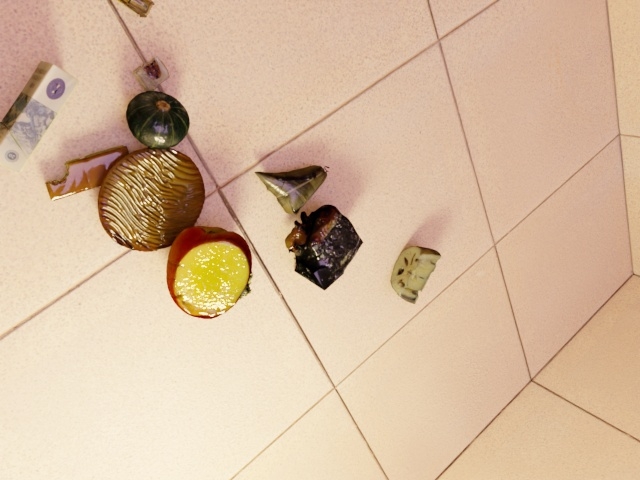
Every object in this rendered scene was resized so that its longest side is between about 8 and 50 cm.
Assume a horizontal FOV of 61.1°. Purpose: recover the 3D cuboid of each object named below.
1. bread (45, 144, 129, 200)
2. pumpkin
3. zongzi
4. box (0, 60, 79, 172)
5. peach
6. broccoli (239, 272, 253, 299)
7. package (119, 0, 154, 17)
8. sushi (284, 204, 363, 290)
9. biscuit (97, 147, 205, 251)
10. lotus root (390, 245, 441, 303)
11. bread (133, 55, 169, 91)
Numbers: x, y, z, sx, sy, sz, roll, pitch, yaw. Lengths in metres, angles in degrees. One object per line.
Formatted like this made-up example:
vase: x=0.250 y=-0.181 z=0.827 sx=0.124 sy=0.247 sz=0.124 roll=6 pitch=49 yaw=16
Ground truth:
bread: x=-0.617 y=-0.182 z=1.446 sx=0.226 sy=0.049 sz=0.087 roll=-23 pitch=120 yaw=-26
pumpkin: x=-0.436 y=-0.323 z=1.462 sx=0.167 sy=0.167 sz=0.125 roll=-3 pitch=138 yaw=-34
zongzi: x=-0.091 y=-0.218 z=1.775 sx=0.204 sy=0.094 sz=0.204 roll=-50 pitch=118 yaw=-14
box: x=-0.687 y=-0.298 z=1.286 sx=0.069 sy=0.164 sz=0.256 roll=34 pitch=86 yaw=-40
peach: x=-0.331 y=0.095 z=1.624 sx=0.249 sy=0.245 sz=0.274 roll=16 pitch=93 yaw=3
broccoli: x=-0.259 y=0.146 z=1.784 sx=0.097 sy=0.092 sz=0.095 roll=-24 pitch=106 yaw=-6
package: x=-0.492 y=-0.618 z=1.366 sx=0.131 sy=0.071 sz=0.047 roll=27 pitch=96 yaw=-36
sushi: x=0.001 y=-0.001 z=1.829 sx=0.227 sy=0.215 sz=0.212 roll=-41 pitch=124 yaw=-15
biscuit: x=-0.470 y=-0.112 z=1.544 sx=0.318 sy=0.040 sz=0.317 roll=-23 pitch=128 yaw=-33
lotus root: x=0.371 y=0.126 z=2.180 sx=0.119 sy=0.138 sz=0.234 roll=23 pitch=93 yaw=-32
bread: x=-0.456 y=-0.450 z=1.472 sx=0.083 sy=0.035 sz=0.070 roll=-42 pitch=126 yaw=-19
